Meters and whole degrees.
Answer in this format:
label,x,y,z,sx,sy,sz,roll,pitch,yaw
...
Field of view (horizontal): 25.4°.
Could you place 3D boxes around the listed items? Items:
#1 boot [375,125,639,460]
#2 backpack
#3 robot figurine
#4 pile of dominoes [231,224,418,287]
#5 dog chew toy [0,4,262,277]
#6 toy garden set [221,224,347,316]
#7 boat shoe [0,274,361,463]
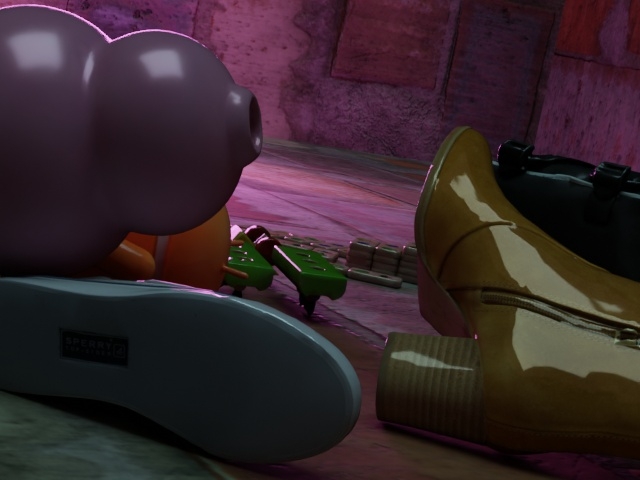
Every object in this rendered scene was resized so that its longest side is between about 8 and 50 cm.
label,x,y,z,sx,sy,sz,roll,pitch,yaw
boot,0.167,0.035,1.000,0.211,0.104,0.295,6,45,12
backpack,0.249,0.032,1.170,0.225,0.191,0.253,15,6,42
robot figurine,-0.164,-0.003,1.083,0.219,0.128,0.158,10,-28,-9
pile of dominoes,0.000,0.000,1.608,0.251,0.040,0.196,13,8,8
dog chew toy,-0.203,-0.062,0.917,0.331,0.207,0.206,-5,5,10
toy garden set,-0.121,0.018,1.289,0.244,0.049,0.204,8,10,-17
boat shoe,-0.088,0.061,0.840,0.258,0.095,0.084,15,12,21
